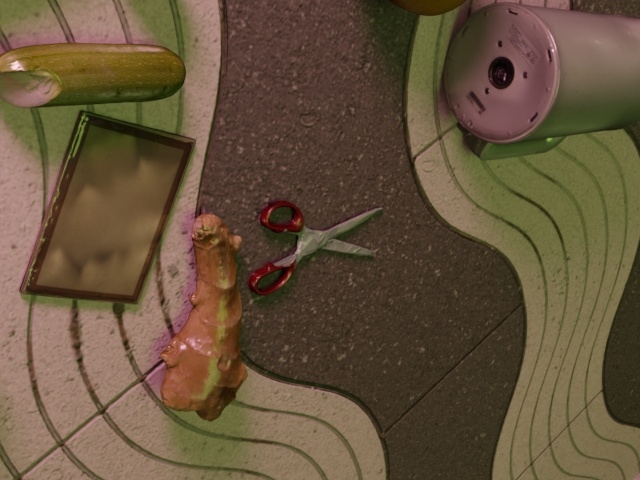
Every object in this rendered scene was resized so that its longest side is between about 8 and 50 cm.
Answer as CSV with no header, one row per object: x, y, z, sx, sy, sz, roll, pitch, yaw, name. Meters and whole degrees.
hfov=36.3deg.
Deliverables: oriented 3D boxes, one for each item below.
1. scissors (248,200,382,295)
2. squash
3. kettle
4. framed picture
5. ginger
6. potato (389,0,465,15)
0.000,0.000,1.446,0.247,0.017,0.144,-10,120,-43,scissors
-0.247,-0.180,1.056,0.239,0.069,0.069,-10,119,-42,squash
0.363,-0.234,1.528,0.318,0.205,0.265,-11,118,-43,kettle
-0.253,-0.032,1.180,0.173,0.010,0.231,12,104,-47,framed picture
-0.157,0.103,1.309,0.131,0.086,0.294,-9,111,-31,ginger
0.146,-0.370,1.276,0.158,0.178,0.203,65,39,-60,potato
